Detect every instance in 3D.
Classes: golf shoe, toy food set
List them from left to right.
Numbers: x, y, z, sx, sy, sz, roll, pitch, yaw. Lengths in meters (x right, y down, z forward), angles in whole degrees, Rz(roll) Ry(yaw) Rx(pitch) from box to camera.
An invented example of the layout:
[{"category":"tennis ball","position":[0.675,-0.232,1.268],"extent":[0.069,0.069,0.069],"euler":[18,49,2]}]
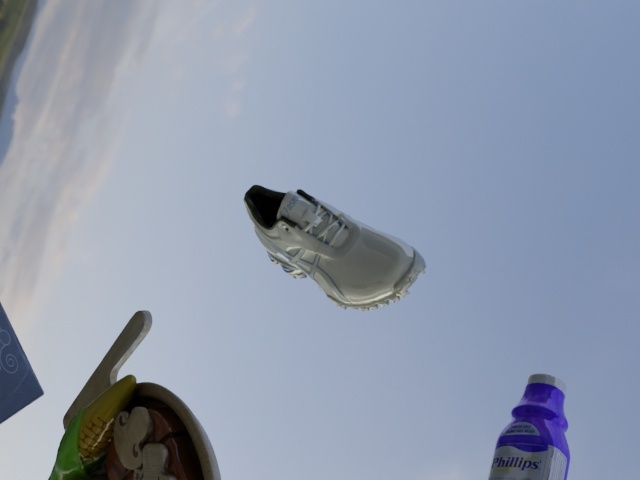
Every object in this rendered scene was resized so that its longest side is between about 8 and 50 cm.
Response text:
[{"category":"toy food set","position":[-0.100,0.140,0.403],"extent":[0.132,0.039,0.192],"euler":[-53,-127,27]},{"category":"golf shoe","position":[0.000,0.000,0.605],"extent":[0.176,0.086,0.069],"euler":[16,-116,46]}]

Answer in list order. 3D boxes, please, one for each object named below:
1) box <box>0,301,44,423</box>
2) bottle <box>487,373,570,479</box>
[{"category":"box","position":[-0.465,0.168,0.797],"extent":[0.271,0.143,0.165],"euler":[-21,-174,14]},{"category":"bottle","position":[0.335,0.348,1.219],"extent":[0.118,0.092,0.282],"euler":[-13,-138,44]}]
